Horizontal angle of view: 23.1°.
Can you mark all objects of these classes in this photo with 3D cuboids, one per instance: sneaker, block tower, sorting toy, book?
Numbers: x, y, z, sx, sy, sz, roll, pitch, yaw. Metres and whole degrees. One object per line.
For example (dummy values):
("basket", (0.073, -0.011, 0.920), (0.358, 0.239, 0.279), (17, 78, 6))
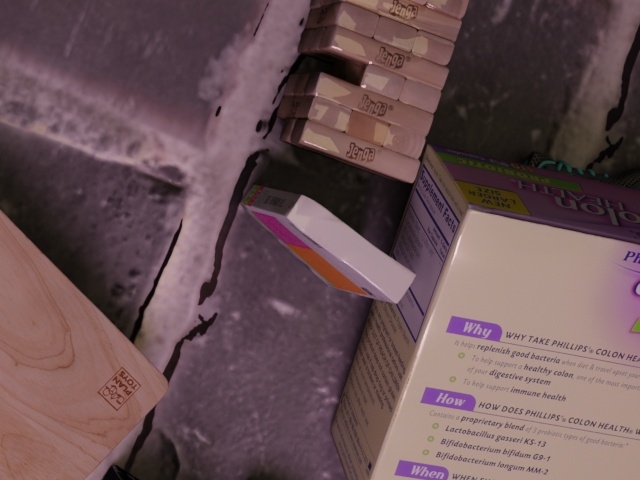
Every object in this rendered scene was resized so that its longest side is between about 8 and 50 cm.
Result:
("sneaker", (0.183, -0.035, 1.174), (0.166, 0.065, 0.076), (-21, 96, -14))
("block tower", (0.063, -0.216, 1.108), (0.097, 0.091, 0.335), (19, 89, -17))
("sorting toy", (-0.276, 0.097, 1.014), (0.255, 0.089, 0.257), (-46, 127, -10))
("book", (0.000, 0.000, 1.082), (0.096, 0.144, 0.035), (37, 85, -16))

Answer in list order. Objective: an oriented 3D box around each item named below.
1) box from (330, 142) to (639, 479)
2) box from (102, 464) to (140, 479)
("box", (0.148, 0.080, 1.108), (0.214, 0.117, 0.243), (11, 113, -16))
("box", (-0.135, 0.257, 1.064), (0.093, 0.156, 0.158), (35, 86, -17))
